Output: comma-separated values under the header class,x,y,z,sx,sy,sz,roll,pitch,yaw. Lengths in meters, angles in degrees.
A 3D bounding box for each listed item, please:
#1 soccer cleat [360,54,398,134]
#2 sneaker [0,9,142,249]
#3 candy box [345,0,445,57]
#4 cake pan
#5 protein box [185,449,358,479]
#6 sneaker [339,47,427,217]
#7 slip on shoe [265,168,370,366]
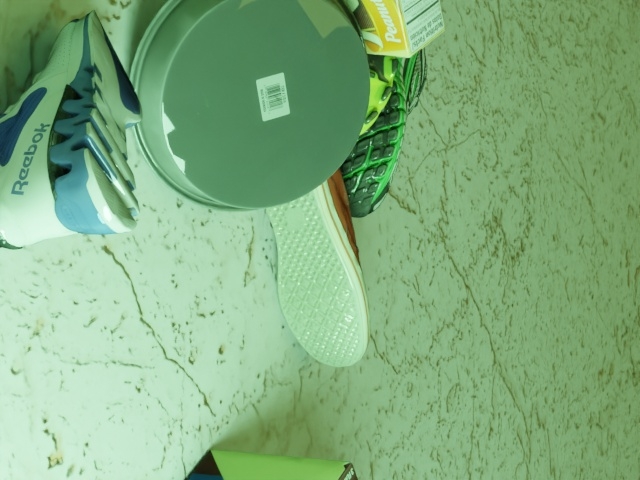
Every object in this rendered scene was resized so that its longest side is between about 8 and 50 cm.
class,x,y,z,sx,sy,sz,roll,pitch,yaw
soccer cleat,0.036,-0.253,1.950,0.093,0.121,0.289,15,67,-26
sneaker,-0.276,-0.096,1.463,0.315,0.182,0.127,-97,166,-54
candy box,0.021,-0.372,1.746,0.087,0.183,0.316,-41,129,-39
cake pan,-0.067,-0.163,1.704,0.293,0.054,0.293,-10,113,-24
protein box,-0.048,0.363,1.737,0.136,0.200,0.201,-50,130,-45
sneaker,0.085,-0.185,2.018,0.146,0.134,0.343,40,56,-51
slip on shoe,0.000,0.000,1.905,0.101,0.123,0.331,-37,115,-56
